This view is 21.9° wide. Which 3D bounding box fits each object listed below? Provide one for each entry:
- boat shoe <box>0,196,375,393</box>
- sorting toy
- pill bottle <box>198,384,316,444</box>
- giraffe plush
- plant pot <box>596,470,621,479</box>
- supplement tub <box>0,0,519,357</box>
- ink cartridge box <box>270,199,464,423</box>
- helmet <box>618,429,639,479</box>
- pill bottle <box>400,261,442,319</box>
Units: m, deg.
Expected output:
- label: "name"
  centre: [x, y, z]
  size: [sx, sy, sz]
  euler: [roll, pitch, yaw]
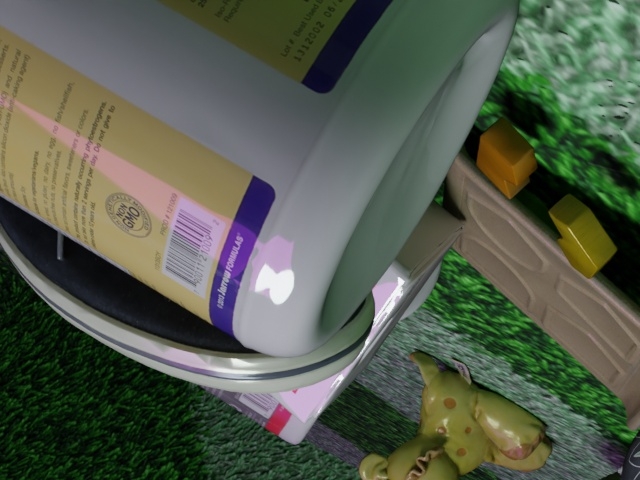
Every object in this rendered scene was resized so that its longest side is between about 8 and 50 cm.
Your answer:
- label: "boat shoe"
  centre: [-0.147, -0.095, 1.074]
  size: [0.500, 0.187, 0.156]
  euler: [48, 145, 29]
- label: "sorting toy"
  centre: [0.169, 0.016, 1.144]
  size: [0.229, 0.041, 0.307]
  euler: [47, 172, 13]
- label: "pill bottle"
  centre: [-0.113, 0.079, 1.897]
  size: [0.318, 0.176, 0.176]
  euler: [33, 169, 2]
- label: "giraffe plush"
  centre: [0.147, 0.249, 1.923]
  size: [0.181, 0.170, 0.210]
  euler: [23, 165, 41]
- label: "plant pot"
  centre: [0.368, 0.304, 1.718]
  size: [0.237, 0.110, 0.237]
  euler: [31, 169, 6]
- label: "supplement tub"
  centre: [-0.090, -0.115, 0.870]
  size: [0.331, 0.241, 0.241]
  euler: [31, 168, 10]
- label: "ink cartridge box"
  centre: [-0.038, -0.009, 1.235]
  size: [0.237, 0.100, 0.172]
  euler: [40, 128, 10]
- label: "helmet"
  centre: [0.317, 0.186, 1.244]
  size: [0.161, 0.169, 0.169]
  euler: [37, 168, -35]
- label: "pill bottle"
  centre: [0.000, 0.000, 1.407]
  size: [0.121, 0.121, 0.216]
  euler: [39, 167, -27]
